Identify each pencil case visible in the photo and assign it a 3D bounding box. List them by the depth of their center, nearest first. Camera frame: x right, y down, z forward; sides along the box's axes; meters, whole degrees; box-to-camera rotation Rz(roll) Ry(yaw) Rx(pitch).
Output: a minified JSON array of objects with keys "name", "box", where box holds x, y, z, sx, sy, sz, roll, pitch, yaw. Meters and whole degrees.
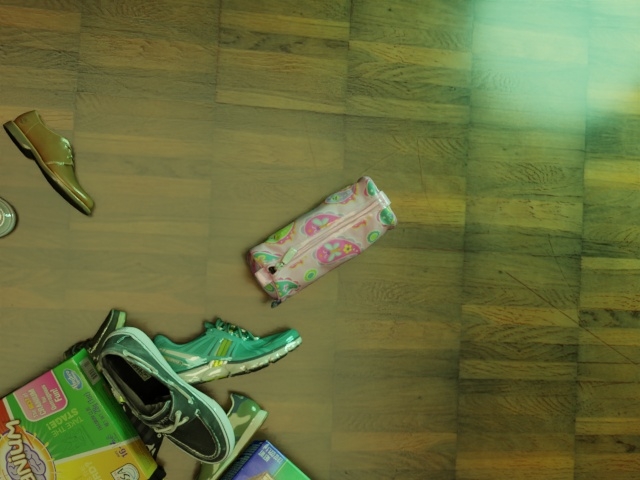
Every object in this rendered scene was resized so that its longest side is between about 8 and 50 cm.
[{"name":"pencil case","box":[0.000,0.000,1.574,0.284,0.124,0.124,-32,94,-11]}]

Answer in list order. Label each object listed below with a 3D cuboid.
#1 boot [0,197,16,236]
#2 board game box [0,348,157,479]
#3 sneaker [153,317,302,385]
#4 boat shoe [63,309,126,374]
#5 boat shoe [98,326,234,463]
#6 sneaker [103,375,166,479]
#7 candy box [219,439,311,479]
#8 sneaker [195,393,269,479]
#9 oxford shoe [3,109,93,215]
[{"name":"boot","box":[-0.650,-0.065,1.444,0.258,0.123,0.095,15,86,-10]},{"name":"board game box","box":[-0.474,0.366,1.451,0.316,0.064,0.242,-31,94,7]},{"name":"sneaker","box":[-0.168,0.192,1.547,0.275,0.107,0.110,-10,81,-11]},{"name":"boat shoe","box":[-0.418,0.216,1.505,0.073,0.080,0.223,29,88,-14]},{"name":"boat shoe","box":[-0.260,0.279,1.450,0.108,0.102,0.301,-33,105,12]},{"name":"sneaker","box":[-0.326,0.332,1.527,0.097,0.084,0.235,-11,97,-21]},{"name":"candy box","box":[-0.112,0.554,1.494,0.268,0.122,0.317,42,70,-1]},{"name":"sneaker","box":[-0.184,0.364,1.560,0.086,0.064,0.192,38,85,5]},{"name":"oxford shoe","box":[-0.461,-0.139,1.513,0.076,0.076,0.212,-39,96,-21]}]
